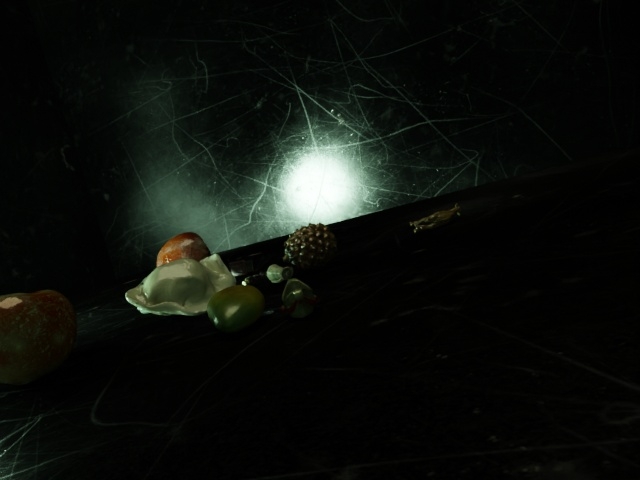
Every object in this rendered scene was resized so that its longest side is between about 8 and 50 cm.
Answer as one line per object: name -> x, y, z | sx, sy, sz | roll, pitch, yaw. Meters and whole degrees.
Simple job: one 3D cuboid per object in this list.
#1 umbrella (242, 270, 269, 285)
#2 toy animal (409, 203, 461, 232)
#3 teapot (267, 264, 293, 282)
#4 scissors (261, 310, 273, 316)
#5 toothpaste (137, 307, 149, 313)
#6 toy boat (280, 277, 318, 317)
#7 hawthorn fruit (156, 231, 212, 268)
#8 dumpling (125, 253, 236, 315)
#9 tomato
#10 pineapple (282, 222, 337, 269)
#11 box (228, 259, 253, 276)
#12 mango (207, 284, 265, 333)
umbrella -> -0.211, 0.129, 2.015 | 0.040, 0.037, 0.144 | 5, 14, 36
toy animal -> 0.444, -0.085, 2.198 | 0.276, 0.054, 0.149 | -22, 4, -28
teapot -> -0.130, 0.109, 1.935 | 0.083, 0.057, 0.067 | -5, 49, 47
scissors -> -0.144, 0.180, 1.474 | 0.036, 0.006, 0.083 | -16, 5, -26
toothpaste -> -0.534, 0.221, 2.017 | 0.268, 0.047, 0.069 | -8, -3, 36
toy boat -> -0.051, 0.131, 1.349 | 0.089, 0.071, 0.185 | -16, 6, -6
hawthorn fruit -> -0.519, 0.087, 2.285 | 0.263, 0.235, 0.231 | -10, -1, -33
dumpling -> -0.413, 0.168, 1.819 | 0.318, 0.187, 0.243 | -29, 51, -32
tomato -> -0.739, 0.241, 1.458 | 0.270, 0.222, 0.270 | -12, -6, -1
pineapple -> -0.044, 0.028, 1.973 | 0.193, 0.166, 0.166 | -27, 10, -26
box -> -0.319, 0.112, 2.427 | 0.085, 0.060, 0.063 | -13, -2, 33
mango -> -0.194, 0.160, 1.403 | 0.137, 0.091, 0.237 | -23, 13, -15
